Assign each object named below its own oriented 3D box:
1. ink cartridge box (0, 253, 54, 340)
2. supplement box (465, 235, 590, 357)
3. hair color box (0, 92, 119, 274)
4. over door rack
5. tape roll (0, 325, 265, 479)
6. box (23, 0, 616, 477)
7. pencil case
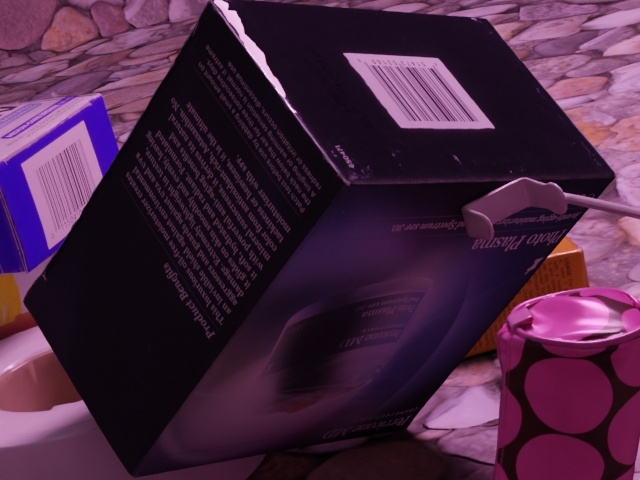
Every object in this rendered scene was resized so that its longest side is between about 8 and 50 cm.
[{"bbox_3d":[-0.333,0.070,1.685,0.385,0.160,0.279,-17,18,-12],"label":"ink cartridge box"},{"bbox_3d":[0.113,0.058,1.538,0.233,0.080,0.078,-17,19,-4],"label":"supplement box"},{"bbox_3d":[-0.367,-0.043,1.618,0.339,0.110,0.185,-6,21,28],"label":"hair color box"},{"bbox_3d":[0.258,0.076,1.106,0.324,0.239,0.108,6,28,46],"label":"over door rack"},{"bbox_3d":[-0.187,0.148,1.443,0.286,0.100,0.286,-12,18,4],"label":"tape roll"},{"bbox_3d":[0.000,0.000,1.277,0.296,0.294,0.182,-4,50,-46],"label":"box"},{"bbox_3d":[0.143,0.130,1.078,0.098,0.209,0.095,5,24,4],"label":"pencil case"}]
